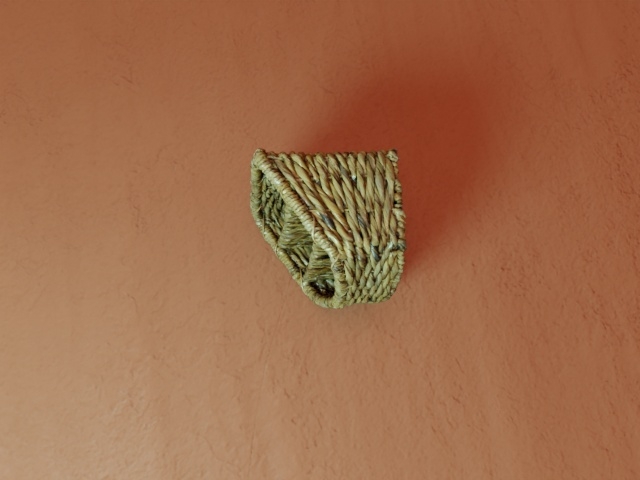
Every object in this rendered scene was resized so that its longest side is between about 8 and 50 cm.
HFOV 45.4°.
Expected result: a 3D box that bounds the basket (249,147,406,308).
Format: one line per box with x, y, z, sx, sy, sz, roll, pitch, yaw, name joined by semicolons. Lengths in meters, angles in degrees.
0.000;0.000;1.223;0.222;0.299;0.214;-2;74;-8;basket
